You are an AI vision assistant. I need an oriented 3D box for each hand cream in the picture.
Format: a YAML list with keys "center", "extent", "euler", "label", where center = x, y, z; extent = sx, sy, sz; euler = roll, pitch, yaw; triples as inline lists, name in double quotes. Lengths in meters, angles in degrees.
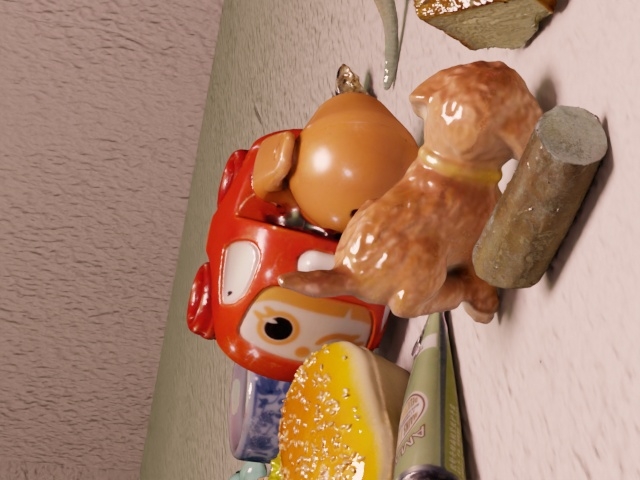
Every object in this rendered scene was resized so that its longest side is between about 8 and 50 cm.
- center: [0.085, 0.136, 1.093]
  extent: [0.235, 0.055, 0.086]
  euler: [-86, 11, -54]
  label: "hand cream"

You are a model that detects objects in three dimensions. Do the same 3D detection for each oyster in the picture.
- center: [0.030, -0.121, 1.529]
  extent: [0.103, 0.051, 0.148]
  euler: [98, 161, -44]
  label: "oyster"

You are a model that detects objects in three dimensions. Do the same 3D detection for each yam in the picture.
- center: [0.143, -0.024, 0.887]
  extent: [0.132, 0.054, 0.054]
  euler: [109, 164, -44]
  label: "yam"

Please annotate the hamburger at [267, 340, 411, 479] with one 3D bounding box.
- center: [0.024, 0.192, 1.188]
  extent: [0.210, 0.116, 0.173]
  euler: [-99, 21, -49]
  label: "hamburger"

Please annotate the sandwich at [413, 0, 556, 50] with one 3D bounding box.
- center: [0.133, -0.172, 0.988]
  extent: [0.105, 0.093, 0.036]
  euler: [-7, 73, 45]
  label: "sandwich"

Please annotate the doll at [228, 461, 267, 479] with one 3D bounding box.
- center: [-0.095, 0.371, 1.833]
  extent: [0.158, 0.059, 0.159]
  euler: [-108, 26, -65]
  label: "doll"

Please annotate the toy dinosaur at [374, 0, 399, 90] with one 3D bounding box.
- center: [0.034, -0.339, 1.356]
  extent: [0.092, 0.205, 0.393]
  euler: [-109, 9, -53]
  label: "toy dinosaur"

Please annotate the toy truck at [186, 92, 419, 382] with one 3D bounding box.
- center: [0.000, 0.000, 1.266]
  extent: [0.239, 0.189, 0.265]
  euler: [161, 121, -71]
  label: "toy truck"

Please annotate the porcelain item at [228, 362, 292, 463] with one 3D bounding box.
- center: [-0.037, 0.176, 1.509]
  extent: [0.147, 0.114, 0.147]
  euler: [-174, 90, -81]
  label: "porcelain item"

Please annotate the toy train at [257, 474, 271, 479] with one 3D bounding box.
- center: [-0.057, 0.329, 1.693]
  extent: [0.138, 0.050, 0.087]
  euler: [117, 160, -60]
  label: "toy train"

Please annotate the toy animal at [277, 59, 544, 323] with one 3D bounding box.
- center: [0.071, -0.040, 0.962]
  extent: [0.104, 0.184, 0.185]
  euler: [48, 128, 42]
  label: "toy animal"
